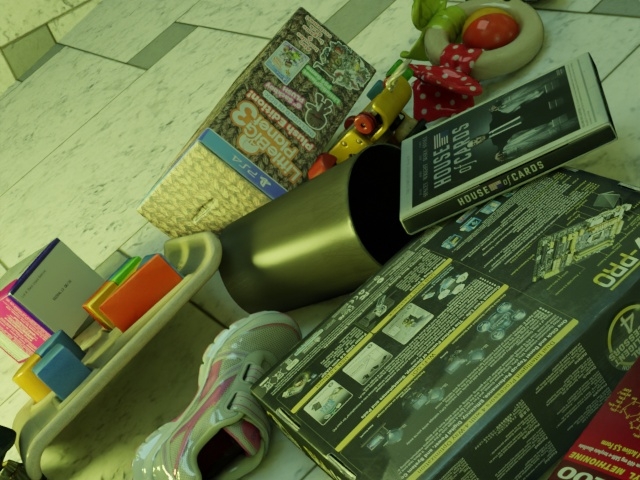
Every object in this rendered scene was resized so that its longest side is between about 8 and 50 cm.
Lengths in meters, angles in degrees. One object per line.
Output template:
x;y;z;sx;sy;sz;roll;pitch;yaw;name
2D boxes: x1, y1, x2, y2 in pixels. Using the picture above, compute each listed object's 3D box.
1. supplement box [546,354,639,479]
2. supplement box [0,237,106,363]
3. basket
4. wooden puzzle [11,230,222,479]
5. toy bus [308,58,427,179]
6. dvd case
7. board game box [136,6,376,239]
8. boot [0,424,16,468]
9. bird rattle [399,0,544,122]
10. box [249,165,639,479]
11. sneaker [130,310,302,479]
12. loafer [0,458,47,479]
0.257;0.187;0.903;0.239;0.073;0.130;-48;30;-19;supplement box
-0.412;0.092;1.719;0.220;0.114;0.111;-20;30;56;supplement box
0.000;0.000;1.401;0.227;0.154;0.204;-23;8;33;basket
-0.281;0.121;1.486;0.348;0.080;0.322;-51;12;-13;wooden puzzle
0.080;-0.125;1.496;0.191;0.104;0.202;-49;6;5;toy bus
0.196;-0.107;1.283;0.239;0.029;0.179;-25;27;19;dvd case
-0.089;-0.139;1.643;0.232;0.141;0.291;-38;17;54;board game box
-0.434;0.340;1.364;0.263;0.091;0.229;-107;34;-75;boot
0.203;-0.275;1.623;0.207;0.143;0.253;-16;33;4;bird rattle
0.153;0.089;1.145;0.395;0.097;0.318;-42;26;-12;box
-0.088;0.189;1.278;0.111;0.103;0.252;8;59;51;sneaker
-0.425;0.308;1.508;0.170;0.061;0.062;-20;34;31;loafer
